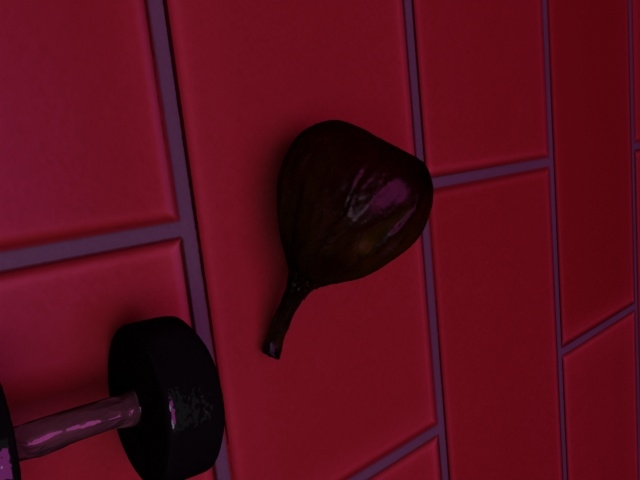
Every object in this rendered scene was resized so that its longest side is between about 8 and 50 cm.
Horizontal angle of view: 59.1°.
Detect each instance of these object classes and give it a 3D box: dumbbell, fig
[{"bbox_3d":[-0.208,0.155,0.474,0.218,0.152,0.153,-8,98,-39],"label":"dumbbell"},{"bbox_3d":[0.033,0.007,0.660,0.190,0.190,0.290,12,84,-40],"label":"fig"}]
